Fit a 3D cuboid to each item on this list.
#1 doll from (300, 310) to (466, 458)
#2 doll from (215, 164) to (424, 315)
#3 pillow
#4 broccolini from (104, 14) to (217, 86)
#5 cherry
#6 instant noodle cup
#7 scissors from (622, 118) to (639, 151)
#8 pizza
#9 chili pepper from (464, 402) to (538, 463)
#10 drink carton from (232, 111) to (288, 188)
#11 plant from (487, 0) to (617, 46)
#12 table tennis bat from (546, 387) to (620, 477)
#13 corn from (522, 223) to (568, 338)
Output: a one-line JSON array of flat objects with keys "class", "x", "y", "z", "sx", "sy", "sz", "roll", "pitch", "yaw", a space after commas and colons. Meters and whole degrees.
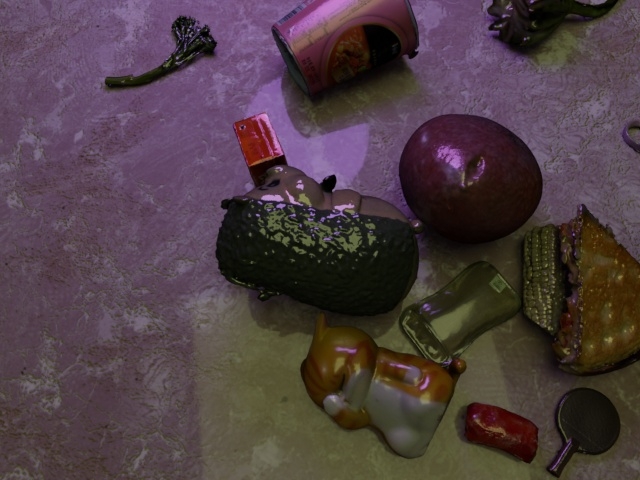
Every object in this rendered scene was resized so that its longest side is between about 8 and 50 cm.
[{"class": "doll", "x": 0.095, "y": 0.243, "z": 0.909, "sx": 0.269, "sy": 0.162, "sz": 0.167, "roll": 22, "pitch": 108, "yaw": 4}, {"class": "doll", "x": 0.000, "y": 0.000, "z": 0.932, "sx": 0.349, "sy": 0.247, "sz": 0.247, "roll": 7, "pitch": 69, "yaw": -12}, {"class": "pillow", "x": 0.261, "y": 0.131, "z": 1.009, "sx": 0.217, "sy": 0.033, "sz": 0.130, "roll": -34, "pitch": 70, "yaw": -11}, {"class": "broccolini", "x": -0.375, "y": -0.434, "z": 1.239, "sx": 0.271, "sy": 0.062, "sz": 0.123, "roll": -26, "pitch": 61, "yaw": -5}, {"class": "cherry", "x": 0.264, "y": -0.107, "z": 0.978, "sx": 0.261, "sy": 0.307, "sz": 0.221, "roll": 30, "pitch": 114, "yaw": 8}, {"class": "instant noodle cup", "x": 0.042, "y": -0.439, "z": 1.147, "sx": 0.255, "sy": 0.244, "sz": 0.244, "roll": -31, "pitch": 71, "yaw": 0}, {"class": "scissors", "x": 0.734, "y": -0.166, "z": 1.103, "sx": 0.118, "sy": 0.030, "sz": 0.242, "roll": -29, "pitch": 67, "yaw": -8}, {"class": "pizza", "x": 0.473, "y": 0.110, "z": 0.942, "sx": 0.288, "sy": 0.074, "sz": 0.251, "roll": 47, "pitch": 69, "yaw": -5}, {"class": "chili pepper", "x": 0.303, "y": 0.322, "z": 0.919, "sx": 0.123, "sy": 0.070, "sz": 0.073, "roll": 17, "pitch": 88, "yaw": 6}, {"class": "drink carton", "x": -0.098, "y": -0.134, "z": 1.021, "sx": 0.071, "sy": 0.223, "sz": 0.096, "roll": -21, "pitch": 69, "yaw": -4}, {"class": "plant", "x": 0.544, "y": -0.536, "z": 1.184, "sx": 0.333, "sy": 0.180, "sz": 0.251, "roll": 4, "pitch": 80, "yaw": 0}, {"class": "table tennis bat", "x": 0.445, "y": 0.314, "z": 0.888, "sx": 0.107, "sy": 0.119, "sz": 0.170, "roll": 38, "pitch": 74, "yaw": 15}, {"class": "corn", "x": 0.412, "y": 0.073, "z": 1.004, "sx": 0.087, "sy": 0.087, "sz": 0.211, "roll": 11, "pitch": 76, "yaw": 6}]
